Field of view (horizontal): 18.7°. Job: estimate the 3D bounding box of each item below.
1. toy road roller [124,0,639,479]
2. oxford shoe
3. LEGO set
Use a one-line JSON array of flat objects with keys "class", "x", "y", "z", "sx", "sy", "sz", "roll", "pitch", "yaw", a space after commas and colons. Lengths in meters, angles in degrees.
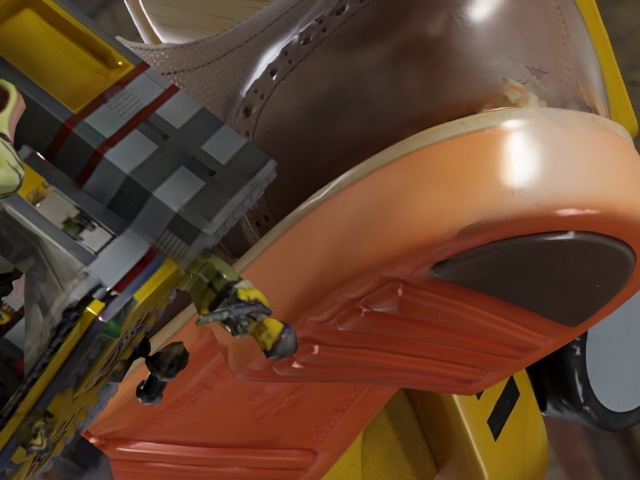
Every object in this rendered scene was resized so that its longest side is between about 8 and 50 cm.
[{"class": "toy road roller", "x": 0.000, "y": 0.000, "z": 0.850, "sx": 0.202, "sy": 0.240, "sz": 0.329, "roll": 12, "pitch": -44, "yaw": 43}, {"class": "oxford shoe", "x": -0.048, "y": 0.015, "z": 0.638, "sx": 0.363, "sy": 0.130, "sz": 0.133, "roll": -30, "pitch": -118, "yaw": 36}, {"class": "LEGO set", "x": -0.078, "y": -0.037, "z": 0.390, "sx": 0.192, "sy": 0.255, "sz": 0.331, "roll": 38, "pitch": -68, "yaw": 0}]
